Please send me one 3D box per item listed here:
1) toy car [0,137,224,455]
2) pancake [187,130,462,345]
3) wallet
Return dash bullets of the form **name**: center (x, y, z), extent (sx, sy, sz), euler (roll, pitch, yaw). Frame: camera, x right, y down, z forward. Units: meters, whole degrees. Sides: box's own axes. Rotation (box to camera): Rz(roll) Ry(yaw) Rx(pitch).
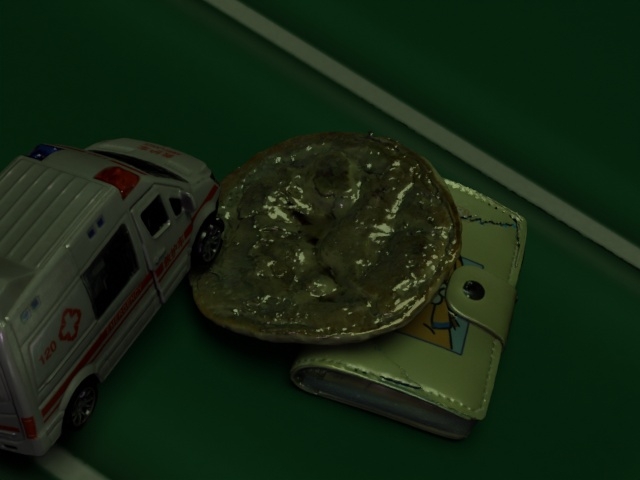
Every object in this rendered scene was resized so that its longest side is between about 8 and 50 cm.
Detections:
- **toy car**: center (-0.127, 0.004, 0.829), extent (0.089, 0.108, 0.209), euler (17, 47, 22)
- **pancake**: center (0.000, 0.000, 0.900), extent (0.158, 0.028, 0.158), euler (-8, 50, 9)
- **wallet**: center (0.055, 0.030, 0.917), extent (0.110, 0.039, 0.155), euler (18, 52, 0)
